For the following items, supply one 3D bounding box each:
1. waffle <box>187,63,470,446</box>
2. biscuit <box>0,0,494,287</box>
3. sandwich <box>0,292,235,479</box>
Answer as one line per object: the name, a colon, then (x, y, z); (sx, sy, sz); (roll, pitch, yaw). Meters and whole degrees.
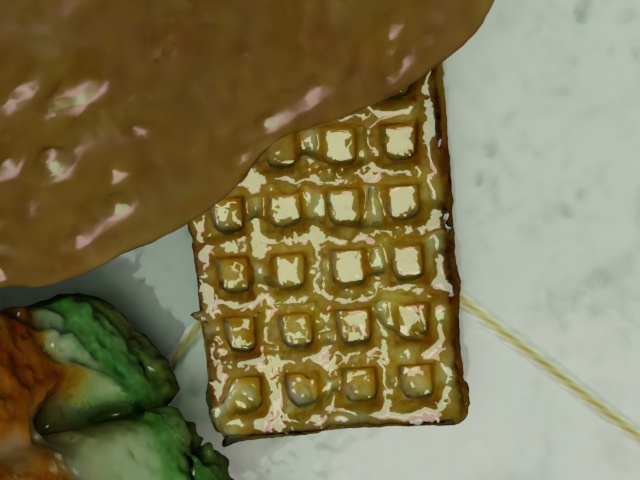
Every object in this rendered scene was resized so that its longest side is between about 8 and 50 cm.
waffle: (0.001, 0.000, 0.649); (0.102, 0.042, 0.148); (-4, 97, 6)
biscuit: (-0.107, -0.121, 0.517); (0.351, 0.057, 0.312); (-34, 127, 3)
sandwich: (-0.195, 0.090, 0.607); (0.292, 0.212, 0.109); (-18, 78, 25)
